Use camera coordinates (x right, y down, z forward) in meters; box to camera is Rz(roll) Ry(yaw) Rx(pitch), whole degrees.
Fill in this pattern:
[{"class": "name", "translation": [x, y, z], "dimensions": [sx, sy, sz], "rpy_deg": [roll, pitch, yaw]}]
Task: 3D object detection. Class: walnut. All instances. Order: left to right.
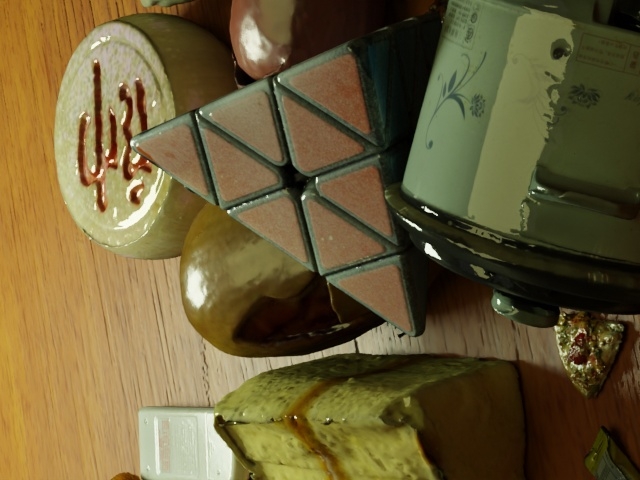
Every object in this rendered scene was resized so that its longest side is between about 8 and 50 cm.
[{"class": "walnut", "translation": [0.000, 0.000, 1.848], "dimensions": [0.298, 0.203, 0.203], "rpy_deg": [-30, 65, 21]}]

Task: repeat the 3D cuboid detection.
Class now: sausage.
[{"class": "sausage", "translation": [-0.009, -0.253, 1.890], "dimensions": [0.152, 0.152, 0.279], "rpy_deg": [18, 103, 51]}]

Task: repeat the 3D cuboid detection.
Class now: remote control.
[{"class": "remote control", "translation": [-0.139, 0.225, 2.156], "dimensions": [0.190, 0.029, 0.087], "rpy_deg": [-7, 85, 52]}]

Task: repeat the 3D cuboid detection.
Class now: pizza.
[{"class": "pizza", "translation": [0.227, 0.087, 1.685], "dimensions": [0.078, 0.025, 0.083], "rpy_deg": [-46, 55, 45]}]

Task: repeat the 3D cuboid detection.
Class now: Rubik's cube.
[{"class": "Rubik's cube", "translation": [0.012, -0.087, 1.697], "dimensions": [0.233, 0.229, 0.228], "rpy_deg": [-58, 39, 17]}]

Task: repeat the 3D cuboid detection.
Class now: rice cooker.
[{"class": "rice cooker", "translation": [0.197, -0.076, 1.534], "dimensions": [0.316, 0.264, 0.316], "rpy_deg": [-167, 90, -82]}]

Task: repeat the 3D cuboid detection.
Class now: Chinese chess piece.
[{"class": "Chinese chess piece", "translation": [-0.183, -0.113, 2.148], "dimensions": [0.270, 0.112, 0.270], "rpy_deg": [3, 93, 51]}]

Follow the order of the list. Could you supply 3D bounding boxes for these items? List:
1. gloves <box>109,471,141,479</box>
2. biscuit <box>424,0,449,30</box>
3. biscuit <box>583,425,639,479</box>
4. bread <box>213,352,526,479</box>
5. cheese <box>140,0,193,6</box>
[{"class": "gloves", "translation": [-0.223, 0.355, 2.181], "dimensions": [0.219, 0.131, 0.140], "rpy_deg": [27, 123, 28]}, {"class": "biscuit", "translation": [0.138, -0.177, 1.799], "dimensions": [0.131, 0.026, 0.236], "rpy_deg": [-14, 80, 50]}, {"class": "biscuit", "translation": [0.299, 0.265, 1.594], "dimensions": [0.292, 0.026, 0.048], "rpy_deg": [53, 134, 38]}, {"class": "bread", "translation": [0.046, 0.235, 1.792], "dimensions": [0.263, 0.198, 0.236], "rpy_deg": [-2, 97, 46]}, {"class": "cheese", "translation": [-0.158, -0.394, 2.053], "dimensions": [0.326, 0.115, 0.318], "rpy_deg": [-126, 36, -52]}]
